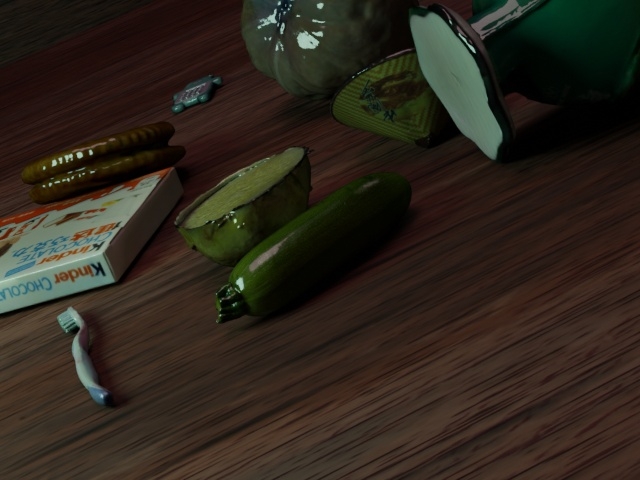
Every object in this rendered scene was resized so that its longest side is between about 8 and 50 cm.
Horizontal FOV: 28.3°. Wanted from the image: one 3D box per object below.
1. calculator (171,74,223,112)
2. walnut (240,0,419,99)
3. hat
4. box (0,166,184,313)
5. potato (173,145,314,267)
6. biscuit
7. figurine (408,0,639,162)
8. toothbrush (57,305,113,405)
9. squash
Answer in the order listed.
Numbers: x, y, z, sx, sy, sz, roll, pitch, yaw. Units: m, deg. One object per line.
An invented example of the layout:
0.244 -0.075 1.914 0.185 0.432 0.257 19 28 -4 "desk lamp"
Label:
-0.208 -0.249 2.128 0.094 0.019 0.141 -21 20 12 "calculator"
0.014 -0.314 1.773 0.248 0.248 0.248 -19 20 7 "walnut"
0.112 -0.144 1.455 0.193 0.082 0.193 -14 -20 -5 "hat"
-0.328 0.009 1.553 0.273 0.048 0.265 -15 21 17 "box"
-0.063 -0.027 1.334 0.164 0.081 0.200 -26 16 13 "potato"
-0.290 -0.102 1.701 0.221 0.066 0.220 -19 4 1 "biscuit"
0.278 -0.248 1.308 0.340 0.231 0.323 -30 -12 -8 "figurine"
-0.230 0.109 1.238 0.027 0.021 0.269 -38 22 -6 "toothbrush"
0.000 0.000 1.214 0.258 0.069 0.069 -36 24 -32 "squash"
